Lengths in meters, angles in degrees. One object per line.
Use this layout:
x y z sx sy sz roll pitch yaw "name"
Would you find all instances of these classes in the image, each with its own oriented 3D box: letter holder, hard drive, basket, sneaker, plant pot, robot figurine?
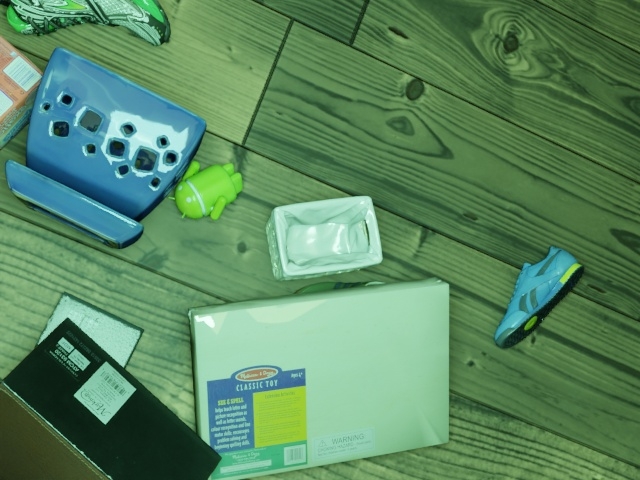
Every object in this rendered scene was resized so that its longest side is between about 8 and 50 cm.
-0.336 0.300 1.334 0.302 0.214 0.152 44 40 -6 "letter holder"
-0.348 0.149 1.409 0.135 0.022 0.094 27 74 -10 "hard drive"
0.000 0.000 1.496 0.167 0.103 0.113 -7 82 -18 "basket"
0.361 0.097 1.613 0.209 0.069 0.082 -45 61 -10 "sneaker"
-0.398 -0.369 1.448 0.343 0.134 0.146 19 82 -3 "sneaker"
-0.320 -0.117 1.362 0.236 0.236 0.212 27 81 -10 "plant pot"
0.051 0.093 1.502 0.192 0.086 0.064 -1 80 -16 "sneaker"
-0.180 -0.077 1.476 0.115 0.067 0.101 -29 62 -19 "robot figurine"

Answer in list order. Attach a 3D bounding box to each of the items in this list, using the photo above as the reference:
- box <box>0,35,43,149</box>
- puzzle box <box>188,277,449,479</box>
-0.563 -0.266 1.359 0.300 0.142 0.154 41 72 -6 "box"
0.005 0.211 1.437 0.409 0.052 0.272 -5 104 -18 "puzzle box"
